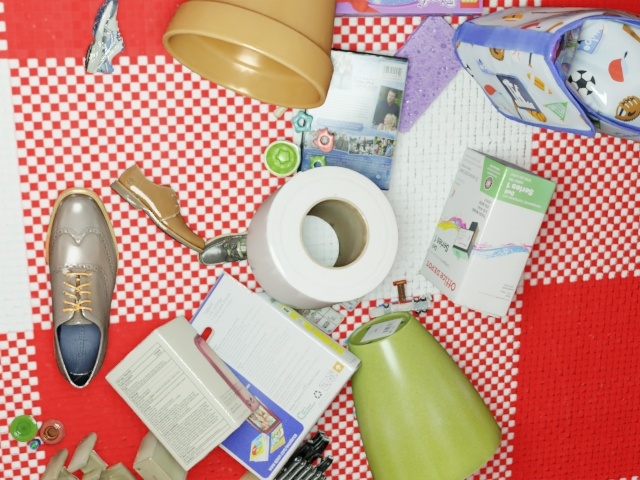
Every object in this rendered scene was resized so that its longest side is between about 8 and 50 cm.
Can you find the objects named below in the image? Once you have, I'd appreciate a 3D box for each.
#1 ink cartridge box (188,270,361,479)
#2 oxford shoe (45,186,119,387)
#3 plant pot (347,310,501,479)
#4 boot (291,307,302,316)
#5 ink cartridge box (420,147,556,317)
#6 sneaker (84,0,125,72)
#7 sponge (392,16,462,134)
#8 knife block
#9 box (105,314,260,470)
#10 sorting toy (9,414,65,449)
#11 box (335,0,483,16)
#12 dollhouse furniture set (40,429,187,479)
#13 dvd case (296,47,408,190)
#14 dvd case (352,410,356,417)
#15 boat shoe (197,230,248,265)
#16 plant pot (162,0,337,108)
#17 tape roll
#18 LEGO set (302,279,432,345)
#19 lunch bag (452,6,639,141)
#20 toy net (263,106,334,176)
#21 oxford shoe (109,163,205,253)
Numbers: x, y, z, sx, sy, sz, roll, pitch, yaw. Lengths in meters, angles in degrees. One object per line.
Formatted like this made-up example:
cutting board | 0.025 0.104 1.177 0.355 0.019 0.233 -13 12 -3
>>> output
ink cartridge box | -0.131 0.258 1.782 0.307 0.072 0.303 38 108 8
oxford shoe | -0.424 0.088 1.673 0.130 0.133 0.363 -3 106 -14
plant pot | 0.174 0.297 1.827 0.275 0.275 0.293 -25 103 -7
boot | -0.091 0.149 1.810 0.106 0.082 0.219 -15 111 -13
ink cartridge box | 0.318 -0.018 1.808 0.117 0.201 0.278 16 101 -18
sneaker | -0.366 -0.353 1.613 0.058 0.052 0.135 11 110 -28
sponge | 0.186 -0.320 1.777 0.117 0.031 0.210 40 94 -20
knife block | -0.101 0.496 1.917 0.088 0.242 0.276 42 136 -20
box | -0.252 0.278 1.719 0.148 0.127 0.232 -42 87 18
sorting toy | -0.539 0.365 1.777 0.102 0.042 0.061 13 86 -6
box | 0.149 -0.509 1.685 0.293 0.057 0.201 -3 97 -14
dollhouse furniture set | -0.376 0.449 1.813 0.242 0.161 0.212 -29 112 18
dvd case | 0.058 -0.228 1.750 0.180 0.022 0.253 8 104 -1
dvd case | 0.138 0.371 1.972 0.087 0.013 0.119 -47 112 1
boat shoe | -0.159 0.013 1.768 0.152 0.049 0.056 -20 108 -10
plant pot | -0.096 -0.372 1.571 0.291 0.291 0.203 22 81 -20
tape roll | 0.000 0.000 1.700 0.246 0.169 0.246 3 81 -17
LEGO set | 0.108 0.142 1.894 0.244 0.060 0.182 35 106 -20
lunch bag | 0.469 -0.309 1.684 0.385 0.328 0.239 10 101 -26
toy net | -0.032 -0.231 1.716 0.122 0.045 0.232 9 104 7
oxford shoe | -0.281 -0.056 1.707 0.212 0.076 0.076 44 80 -22
